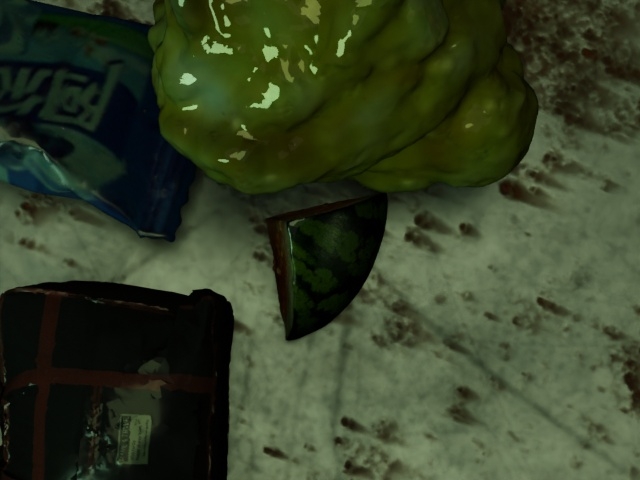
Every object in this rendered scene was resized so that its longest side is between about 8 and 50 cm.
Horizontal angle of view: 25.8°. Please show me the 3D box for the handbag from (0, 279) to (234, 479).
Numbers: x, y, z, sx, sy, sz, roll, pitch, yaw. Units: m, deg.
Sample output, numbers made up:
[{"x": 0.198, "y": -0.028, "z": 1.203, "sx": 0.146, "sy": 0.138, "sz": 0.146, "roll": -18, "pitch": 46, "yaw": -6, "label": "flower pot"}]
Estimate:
[{"x": -0.150, "y": 0.137, "z": 1.001, "sx": 0.169, "sy": 0.155, "sz": 0.215, "roll": 1, "pitch": 83, "yaw": 4, "label": "handbag"}]

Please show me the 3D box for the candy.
[{"x": -0.245, "y": -0.113, "z": 1.071, "sx": 0.331, "sy": 0.077, "sz": 0.187, "roll": 15, "pitch": 72, "yaw": -10, "label": "candy"}]

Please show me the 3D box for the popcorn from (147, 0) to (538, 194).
[{"x": 0.023, "y": -0.201, "z": 1.005, "sx": 0.292, "sy": 0.293, "sz": 0.334, "roll": 0, "pitch": 93, "yaw": -7, "label": "popcorn"}]

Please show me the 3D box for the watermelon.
[{"x": 0.000, "y": 0.000, "z": 1.085, "sx": 0.094, "sy": 0.125, "sz": 0.135, "roll": 24, "pitch": 47, "yaw": 31, "label": "watermelon"}]
